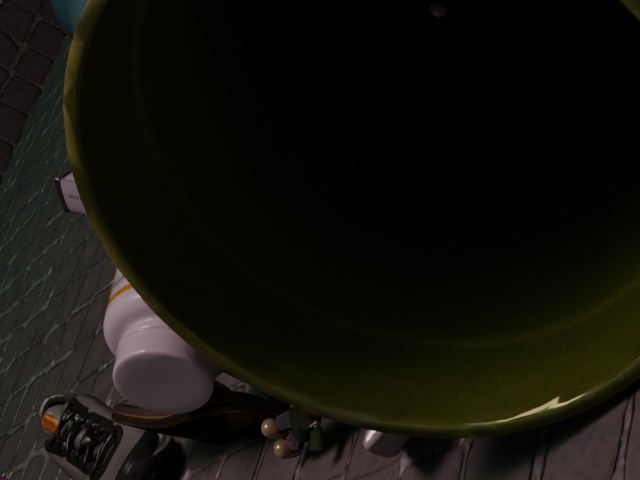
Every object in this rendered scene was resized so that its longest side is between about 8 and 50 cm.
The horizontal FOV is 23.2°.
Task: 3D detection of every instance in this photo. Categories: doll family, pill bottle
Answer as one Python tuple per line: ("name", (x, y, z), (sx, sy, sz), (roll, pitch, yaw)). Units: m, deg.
("doll family", (-0.021, 0.073, 1.219), (0.193, 0.076, 0.111), (61, 151, 17))
("pill bottle", (-0.119, 0.040, 1.336), (0.117, 0.117, 0.215), (-45, 27, 40))

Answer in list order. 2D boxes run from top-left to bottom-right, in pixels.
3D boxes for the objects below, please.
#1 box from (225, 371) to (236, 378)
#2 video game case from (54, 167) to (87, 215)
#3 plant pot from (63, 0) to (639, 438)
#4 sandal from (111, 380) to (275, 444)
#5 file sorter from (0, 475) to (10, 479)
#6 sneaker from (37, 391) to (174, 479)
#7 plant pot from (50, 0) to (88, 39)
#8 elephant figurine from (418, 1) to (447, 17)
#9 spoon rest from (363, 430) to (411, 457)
("box", (0.000, 0.000, 1.358), (0.233, 0.059, 0.183), (-42, 25, 43))
("video game case", (-0.032, -0.079, 1.228), (0.275, 0.035, 0.248), (-33, 30, -34))
("plant pot", (0.080, -0.132, 0.970), (0.366, 0.366, 0.353), (-45, 13, 39))
("sandal", (-0.110, 0.143, 1.382), (0.219, 0.090, 0.060), (-20, 57, 58))
("file sorter", (-0.426, 0.404, 1.684), (0.290, 0.182, 0.202), (-56, 19, 13))
("sneaker", (-0.225, 0.212, 1.562), (0.100, 0.108, 0.271), (-62, 20, -7))
("plant pot", (-0.190, -0.285, 1.975), (0.271, 0.272, 0.255), (-54, 34, 19))
("elephant figurine", (0.086, -0.230, 1.294), (0.239, 0.169, 0.186), (14, 81, 66))
("spoon rest", (-0.012, 0.066, 1.137), (0.137, 0.084, 0.276), (-47, 49, 0))
